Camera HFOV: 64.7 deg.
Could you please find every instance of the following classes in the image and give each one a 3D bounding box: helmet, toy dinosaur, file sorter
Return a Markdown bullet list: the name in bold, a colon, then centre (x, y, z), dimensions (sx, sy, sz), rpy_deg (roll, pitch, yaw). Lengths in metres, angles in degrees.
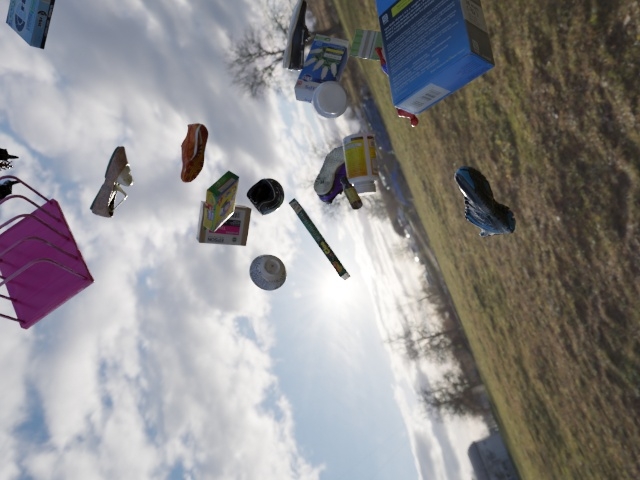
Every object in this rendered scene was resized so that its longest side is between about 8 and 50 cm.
- **helmet**: centre (-0.248, -0.211, 2.382), dimensions (0.169, 0.161, 0.169), rpy_deg (50, 173, 8)
- **toy dinosaur**: centre (-1.016, -0.211, 1.464), dimensions (0.322, 0.218, 0.165), rpy_deg (-79, -11, -53)
- **file sorter**: centre (-0.729, 0.021, 1.214), dimensions (0.291, 0.202, 0.182), rpy_deg (53, 176, 26)

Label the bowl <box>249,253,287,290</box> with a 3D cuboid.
- **bowl**: centre (-0.217, 0.125, 2.175), dimensions (0.170, 0.170, 0.080), rpy_deg (69, 155, 15)

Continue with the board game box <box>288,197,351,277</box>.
- **board game box**: centre (0.000, 0.000, 1.456), dimensions (0.260, 0.030, 0.136), rpy_deg (55, 179, 13)

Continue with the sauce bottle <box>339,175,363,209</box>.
- **sauce bottle**: centre (0.098, -0.158, 1.659), dimensions (0.042, 0.042, 0.128), rpy_deg (50, -166, -54)

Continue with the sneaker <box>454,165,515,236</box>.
- **sneaker**: centre (0.565, -0.124, 1.819), dimensions (0.341, 0.139, 0.125), rpy_deg (44, -132, -26)

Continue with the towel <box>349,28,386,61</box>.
- **towel**: centre (0.185, -0.677, 1.758), dimensions (0.023, 0.151, 0.113), rpy_deg (69, -144, -71)

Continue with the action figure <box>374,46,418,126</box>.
- **action figure**: centre (0.283, -0.519, 1.689), dimensions (0.139, 0.091, 0.281), rpy_deg (-27, -82, -55)

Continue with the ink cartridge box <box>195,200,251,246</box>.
- **ink cartridge box**: centre (-0.459, -0.079, 2.398), dimensions (0.088, 0.234, 0.194), rpy_deg (-150, 67, -64)

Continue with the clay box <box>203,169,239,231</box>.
- **clay box**: centre (-0.352, -0.127, 1.782), dimensions (0.053, 0.222, 0.127), rpy_deg (31, -129, 9)

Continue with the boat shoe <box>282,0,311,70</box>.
- **boat shoe**: centre (-0.063, -0.618, 1.528), dimensions (0.075, 0.064, 0.206), rpy_deg (-132, 53, -66)

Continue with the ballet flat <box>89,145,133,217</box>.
- **ballet flat**: centre (-0.806, -0.222, 1.999), dimensions (0.106, 0.316, 0.108), rpy_deg (29, -156, -9)

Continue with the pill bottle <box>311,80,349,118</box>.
- **pill bottle**: centre (0.023, -0.334, 1.209), dimensions (0.087, 0.087, 0.160), rpy_deg (63, -177, -12)

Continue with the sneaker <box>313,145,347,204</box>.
- **sneaker**: centre (0.067, -0.281, 2.220), dimensions (0.293, 0.102, 0.146), rpy_deg (-60, -35, -24)

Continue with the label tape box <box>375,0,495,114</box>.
- **label tape box**: centre (0.268, -0.519, 1.233), dimensions (0.105, 0.240, 0.334), rpy_deg (6, -110, -38)

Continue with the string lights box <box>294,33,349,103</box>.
- **string lights box**: centre (0.008, -0.622, 1.853), dimensions (0.077, 0.133, 0.260), rpy_deg (82, -155, -66)

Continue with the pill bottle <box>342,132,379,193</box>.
- **pill bottle**: centre (0.149, -0.275, 1.839), dimensions (0.117, 0.117, 0.215), rpy_deg (1, -98, -78)

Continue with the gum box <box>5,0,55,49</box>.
- **gum box**: centre (-0.787, -0.630, 1.369), dimensions (0.184, 0.157, 0.041), rpy_deg (41, -155, 31)

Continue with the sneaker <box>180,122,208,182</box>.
- **sneaker**: centre (-0.366, -0.246, 1.431), dimensions (0.064, 0.067, 0.175), rpy_deg (31, -111, -60)
